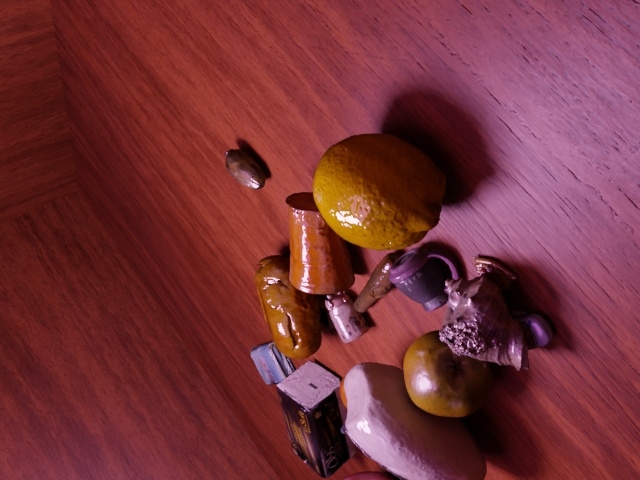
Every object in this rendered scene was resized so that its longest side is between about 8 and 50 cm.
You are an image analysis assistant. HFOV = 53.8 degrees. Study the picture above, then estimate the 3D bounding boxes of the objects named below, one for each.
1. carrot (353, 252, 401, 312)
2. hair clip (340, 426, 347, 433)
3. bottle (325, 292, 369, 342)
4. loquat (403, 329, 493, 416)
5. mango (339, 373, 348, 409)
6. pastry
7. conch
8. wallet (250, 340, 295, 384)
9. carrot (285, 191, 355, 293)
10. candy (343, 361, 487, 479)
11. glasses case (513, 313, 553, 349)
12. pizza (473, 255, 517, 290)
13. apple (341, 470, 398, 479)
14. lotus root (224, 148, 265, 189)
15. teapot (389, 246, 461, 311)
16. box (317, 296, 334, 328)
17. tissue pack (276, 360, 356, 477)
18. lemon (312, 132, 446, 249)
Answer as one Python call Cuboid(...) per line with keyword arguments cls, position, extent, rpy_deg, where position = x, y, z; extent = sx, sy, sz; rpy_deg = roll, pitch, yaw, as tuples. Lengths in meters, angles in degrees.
Cuboid(cls="carrot", position=(0.148, 0.131, 1.702), extent=(0.070, 0.070, 0.342), rpy_deg=(51, 152, 15))
Cuboid(cls="hair clip", position=(0.160, 0.668, 2.180), extent=(0.187, 0.056, 0.146), rpy_deg=(11, 131, 29))
Cuboid(cls="bottle", position=(0.074, 0.218, 1.870), extent=(0.152, 0.099, 0.099), rpy_deg=(61, 152, 3))
Cuboid(cls="loquat", position=(0.297, 0.325, 1.513), extent=(0.213, 0.213, 0.246), rpy_deg=(52, 162, 14))
Cuboid(cls="mango", position=(0.138, 0.509, 2.011), extent=(0.151, 0.120, 0.221), rpy_deg=(24, 143, 45))
Cuboid(cls="pastry", position=(-0.107, 0.215, 2.030), extent=(0.356, 0.164, 0.356), rpy_deg=(163, 90, -75))
Cuboid(cls="conch", position=(0.340, 0.182, 1.322), extent=(0.245, 0.163, 0.178), rpy_deg=(45, -179, 9))
Cuboid(cls="wallet", position=(-0.201, 0.506, 2.596), extent=(0.176, 0.075, 0.250), rpy_deg=(62, 153, 2))
Cuboid(cls="carrot", position=(0.000, 0.000, 1.737), extent=(0.196, 0.196, 0.254), rpy_deg=(25, 125, 46))
Cuboid(cls="candy", position=(0.252, 0.480, 1.639), extent=(0.427, 0.186, 0.386), rpy_deg=(38, -169, -1))
Cuboid(cls="glasses case", position=(0.422, 0.202, 1.346), extent=(0.067, 0.045, 0.178), rpy_deg=(59, 151, 5))
Cuboid(cls="pizza", position=(0.371, 0.078, 1.331), extent=(0.099, 0.029, 0.100), rpy_deg=(-9, 110, 59))
Cuboid(cls="apple", position=(0.190, 0.973, 2.157), extent=(0.345, 0.345, 0.269), rpy_deg=(26, 129, 46))
Cuboid(cls="lotus root", position=(-0.231, -0.221, 1.954), extent=(0.179, 0.080, 0.089), rpy_deg=(43, 134, 20))
Cuboid(cls="teapot", position=(0.253, 0.087, 1.475), extent=(0.146, 0.148, 0.116), rpy_deg=(51, -171, -7))
Cuboid(cls="box", position=(0.017, 0.234, 2.034), extent=(0.083, 0.035, 0.079), rpy_deg=(25, 137, 47))
Cuboid(cls="tissue pack", position=(-0.006, 0.642, 2.283), extent=(0.210, 0.198, 0.370), rpy_deg=(27, 137, 48))
Cuboid(cls="lemon", position=(0.125, -0.101, 1.332), extent=(0.320, 0.245, 0.245), rpy_deg=(31, 140, 38))
